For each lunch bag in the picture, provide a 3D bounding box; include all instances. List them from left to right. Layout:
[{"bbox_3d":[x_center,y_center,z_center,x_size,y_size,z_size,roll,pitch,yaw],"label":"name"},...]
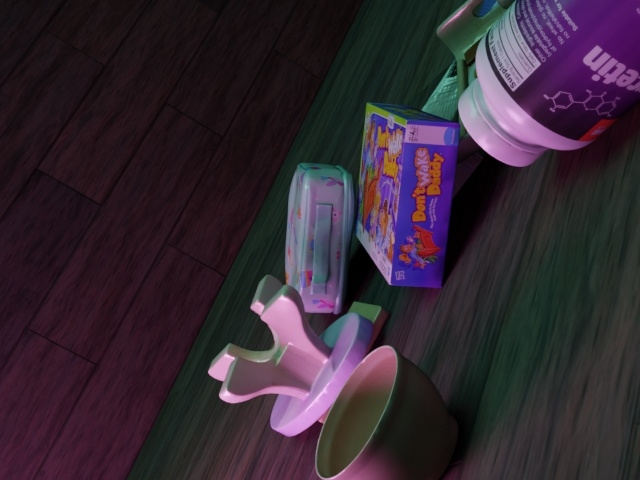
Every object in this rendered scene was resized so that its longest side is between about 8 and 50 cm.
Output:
[{"bbox_3d":[0.000,0.000,1.600,0.224,0.108,0.279,-135,48,-77],"label":"lunch bag"}]

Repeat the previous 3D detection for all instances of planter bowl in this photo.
[{"bbox_3d":[0.082,0.213,0.956,0.162,0.109,0.162,-54,14,20],"label":"planter bowl"}]

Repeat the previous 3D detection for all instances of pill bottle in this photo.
[{"bbox_3d":[0.301,-0.226,0.964,0.323,0.181,0.181,-48,16,44],"label":"pill bottle"}]

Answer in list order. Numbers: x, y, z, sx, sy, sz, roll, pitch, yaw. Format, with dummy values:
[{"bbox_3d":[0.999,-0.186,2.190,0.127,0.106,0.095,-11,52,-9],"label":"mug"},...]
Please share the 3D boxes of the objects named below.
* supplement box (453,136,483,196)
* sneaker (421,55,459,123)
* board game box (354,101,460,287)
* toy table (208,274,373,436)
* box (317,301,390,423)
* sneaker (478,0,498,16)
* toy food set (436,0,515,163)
[{"bbox_3d":[0.213,-0.112,1.380,0.098,0.036,0.062,-55,14,18],"label":"supplement box"},{"bbox_3d":[0.252,-0.262,1.499,0.237,0.085,0.086,-51,-15,6],"label":"sneaker"},{"bbox_3d":[0.125,-0.086,1.348,0.347,0.078,0.233,-116,30,-76],"label":"board game box"},{"bbox_3d":[-0.056,0.184,1.362,0.274,0.161,0.252,-52,14,29],"label":"toy table"},{"bbox_3d":[0.034,0.194,1.404,0.201,0.021,0.164,-61,12,-7],"label":"box"},{"bbox_3d":[0.337,-0.520,1.517,0.315,0.182,0.127,-57,11,11],"label":"sneaker"},{"bbox_3d":[0.260,-0.281,1.300,0.220,0.092,0.306,-37,35,40],"label":"toy food set"}]
